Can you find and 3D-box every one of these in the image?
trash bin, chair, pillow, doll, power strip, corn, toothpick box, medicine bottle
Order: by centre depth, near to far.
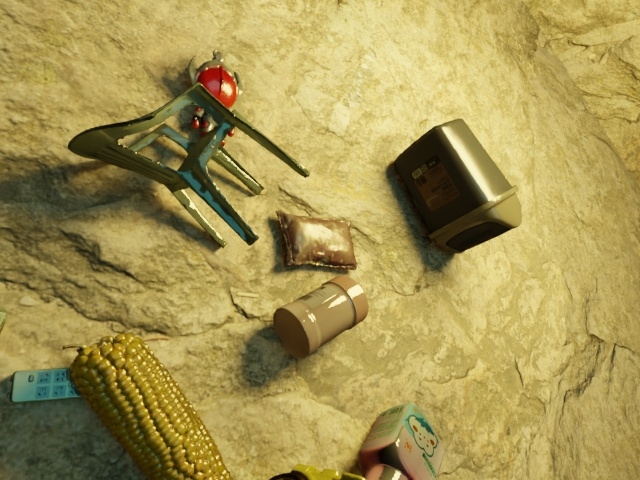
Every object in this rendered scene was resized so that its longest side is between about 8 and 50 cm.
[{"bbox_3d":[-0.350,0.187,0.552,0.090,0.016,0.040,7,70,-33],"label":"power strip"},{"bbox_3d":[-0.218,0.244,0.572,0.101,0.102,0.310,-41,101,-38],"label":"corn"},{"bbox_3d":[-0.198,-0.116,0.660,0.275,0.203,0.190,42,66,-22],"label":"chair"},{"bbox_3d":[0.134,0.387,0.736,0.119,0.094,0.188,57,32,1],"label":"medicine bottle"},{"bbox_3d":[0.002,0.134,0.766,0.149,0.098,0.098,-24,88,-38],"label":"toothpick box"},{"bbox_3d":[-0.198,-0.272,0.804,0.104,0.062,0.194,3,79,-16],"label":"doll"},{"bbox_3d":[0.000,0.000,0.850,0.185,0.043,0.118,4,69,-34],"label":"pillow"},{"bbox_3d":[0.329,-0.125,1.028,0.182,0.209,0.290,-26,83,-37],"label":"trash bin"}]

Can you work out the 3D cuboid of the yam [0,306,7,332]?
[{"bbox_3d":[-0.428,0.138,0.460,0.107,0.107,0.194,24,60,-26],"label":"yam"}]

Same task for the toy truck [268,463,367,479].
[{"bbox_3d":[-0.018,0.435,0.418,0.405,0.254,0.180,-42,120,-58],"label":"toy truck"}]
